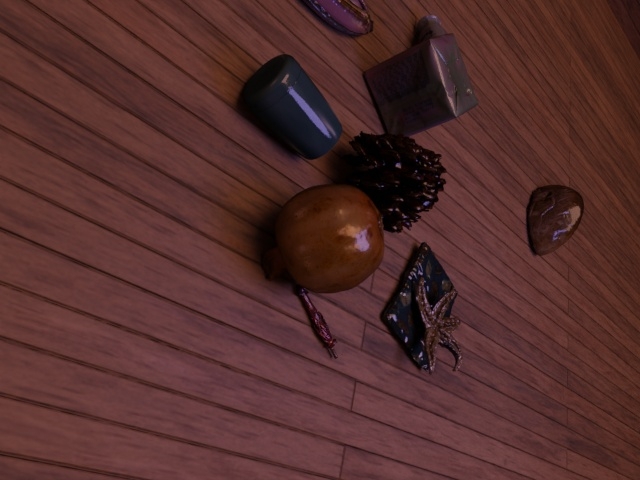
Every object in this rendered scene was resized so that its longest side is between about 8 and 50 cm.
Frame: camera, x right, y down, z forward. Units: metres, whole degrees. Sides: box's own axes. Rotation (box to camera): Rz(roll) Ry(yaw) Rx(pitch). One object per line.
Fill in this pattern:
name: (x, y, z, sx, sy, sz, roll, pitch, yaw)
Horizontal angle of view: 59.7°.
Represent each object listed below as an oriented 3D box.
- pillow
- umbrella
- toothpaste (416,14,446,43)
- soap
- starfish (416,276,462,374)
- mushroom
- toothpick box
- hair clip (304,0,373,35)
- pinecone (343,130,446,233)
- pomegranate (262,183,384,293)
pillow: (0.242, 0.148, 1.297, 0.189, 0.034, 0.255, 52, 49, -24)
umbrella: (-0.004, 0.153, 1.054, 0.027, 0.025, 0.165, -34, 104, -22)
toothpaste: (0.301, -0.460, 1.416, 0.073, 0.114, 0.299, 14, 50, -23)
soap: (0.233, -0.352, 1.292, 0.138, 0.199, 0.182, -34, 104, -42)
starfish: (0.260, 0.195, 1.248, 0.213, 0.057, 0.238, 53, 46, -15)
mushroom: (0.777, -0.082, 1.814, 0.156, 0.151, 0.286, 43, 53, -28)
toothpick box: (-0.045, -0.240, 1.039, 0.184, 0.120, 0.120, 44, 52, -33)
hair clip: (0.007, -0.550, 1.215, 0.358, 0.095, 0.110, 26, 27, -48)
pinecone: (0.146, -0.117, 1.146, 0.221, 0.221, 0.221, 13, 71, -43)
pomegranate: (0.015, -0.007, 0.986, 0.207, 0.207, 0.207, 13, 71, -43)
